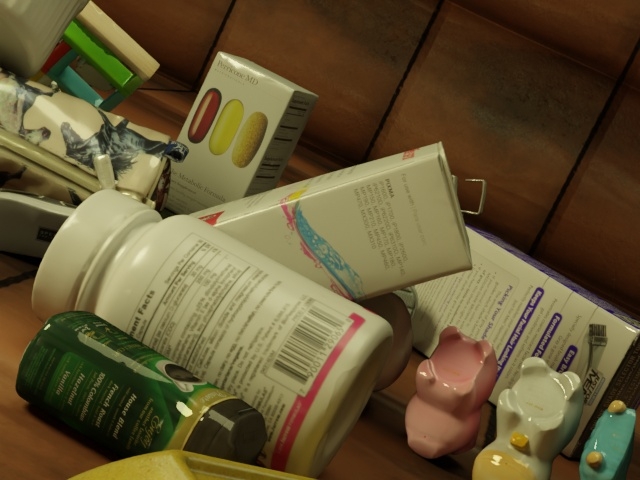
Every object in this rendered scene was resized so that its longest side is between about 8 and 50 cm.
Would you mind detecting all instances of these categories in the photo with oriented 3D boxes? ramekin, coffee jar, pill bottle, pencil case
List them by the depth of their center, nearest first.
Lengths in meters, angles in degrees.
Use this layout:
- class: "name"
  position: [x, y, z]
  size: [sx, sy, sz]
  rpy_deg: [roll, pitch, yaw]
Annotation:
- class: "coffee jar"
  position: [-0.134, 0.127, 1.007]
  size: [0.184, 0.079, 0.096]
  rpy_deg: [28, 6, 16]
- class: "pill bottle"
  position: [-0.095, 0.076, 1.138]
  size: [0.283, 0.160, 0.160]
  rpy_deg: [28, 10, 13]
- class: "pencil case"
  position: [-0.366, -0.123, 1.511]
  size: [0.410, 0.160, 0.183]
  rpy_deg: [24, -5, -10]
- class: "ramekin"
  position: [-0.417, -0.304, 1.541]
  size: [0.277, 0.135, 0.277]
  rpy_deg: [17, -24, 8]

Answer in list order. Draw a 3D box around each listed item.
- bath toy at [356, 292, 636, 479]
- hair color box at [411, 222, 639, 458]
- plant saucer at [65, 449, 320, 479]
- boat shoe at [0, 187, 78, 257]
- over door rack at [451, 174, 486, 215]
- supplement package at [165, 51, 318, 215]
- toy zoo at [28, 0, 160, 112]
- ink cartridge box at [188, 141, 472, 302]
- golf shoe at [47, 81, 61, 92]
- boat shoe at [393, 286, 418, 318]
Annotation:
- class: "bath toy"
  position: [0.153, 0.176, 1.369]
  size: [0.348, 0.151, 0.129]
  rpy_deg: [27, -26, 27]
- class: "hair color box"
  position: [0.275, 0.128, 1.757]
  size: [0.110, 0.185, 0.339]
  rpy_deg: [18, 13, -47]
- class: "plant saucer"
  position: [0.027, 0.240, 0.825]
  size: [0.333, 0.081, 0.333]
  rpy_deg: [18, 12, -35]
- class: "boat shoe"
  position: [-0.264, -0.003, 1.407]
  size: [0.229, 0.080, 0.076]
  rpy_deg: [15, 14, -19]
- class: "over door rack"
  position: [0.074, -0.017, 1.940]
  size: [0.324, 0.108, 0.239]
  rpy_deg: [-11, -2, 17]
- class: "supplement package"
  position: [-0.127, -0.141, 1.973]
  size: [0.139, 0.244, 0.134]
  rpy_deg: [28, 9, 13]
- class: "toy zoo"
  position: [-0.361, -0.237, 1.780]
  size: [0.192, 0.030, 0.293]
  rpy_deg: [43, -37, -16]
- class: "ink cartridge box"
  position: [0.000, 0.000, 1.408]
  size: [0.306, 0.131, 0.226]
  rpy_deg: [-15, 6, 7]
- class: "golf shoe"
  position: [-0.426, -0.223, 1.952]
  size: [0.198, 0.077, 0.094]
  rpy_deg: [30, -2, -18]
- class: "boat shoe"
  position: [-0.008, 0.031, 1.789]
  size: [0.302, 0.109, 0.094]
  rpy_deg: [24, 7, 3]
